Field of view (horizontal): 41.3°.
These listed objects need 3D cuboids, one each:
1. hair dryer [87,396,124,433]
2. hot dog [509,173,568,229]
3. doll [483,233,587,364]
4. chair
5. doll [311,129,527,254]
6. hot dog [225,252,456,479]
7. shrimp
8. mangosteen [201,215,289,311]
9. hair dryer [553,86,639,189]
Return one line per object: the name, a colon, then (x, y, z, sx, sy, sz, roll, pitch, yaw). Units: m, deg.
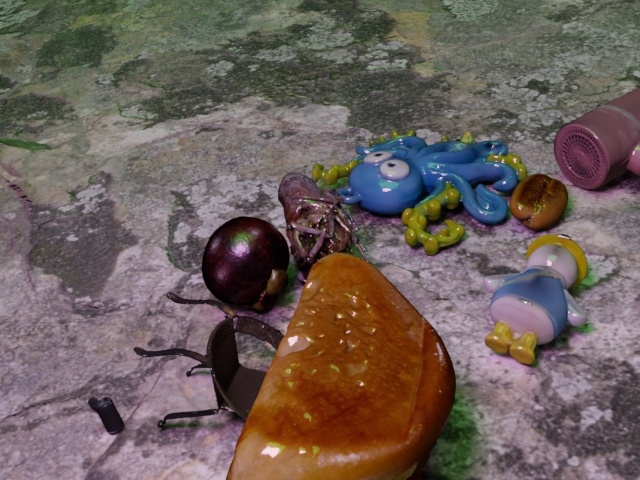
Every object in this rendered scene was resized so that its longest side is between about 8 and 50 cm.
hair dryer: (-0.309, 0.236, 1.200, 0.026, 0.047, 0.083, -30, 26, -26)
hot dog: (0.372, -0.069, 1.437, 0.090, 0.060, 0.140, 21, 50, 18)
doll: (0.318, 0.071, 1.227, 0.135, 0.098, 0.241, -9, 27, 43)
chair: (-0.121, 0.177, 1.151, 0.213, 0.149, 0.174, 6, 34, 12)
doll: (0.185, -0.122, 1.521, 0.341, 0.098, 0.346, -23, 40, -15)
hot dog: (0.041, 0.196, 1.029, 0.223, 0.185, 0.405, 17, 39, 5)
shrimp: (0.006, 0.002, 1.360, 0.116, 0.145, 0.343, -19, 42, -8)
mangosteen: (-0.110, 0.039, 1.334, 0.152, 0.152, 0.152, -6, 36, 5)
hair dryer: (0.595, -0.122, 1.433, 0.210, 0.125, 0.352, -26, 49, -24)
